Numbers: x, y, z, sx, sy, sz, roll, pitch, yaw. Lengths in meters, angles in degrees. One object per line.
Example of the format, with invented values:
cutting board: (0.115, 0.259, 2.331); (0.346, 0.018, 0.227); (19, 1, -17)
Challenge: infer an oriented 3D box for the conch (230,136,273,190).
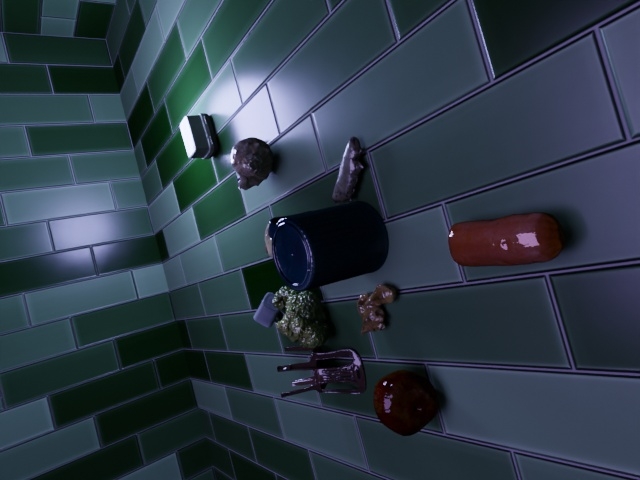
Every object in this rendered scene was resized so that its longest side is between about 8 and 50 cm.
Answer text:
conch: (-0.264, -0.318, 1.797); (0.291, 0.158, 0.210); (-88, -7, -65)

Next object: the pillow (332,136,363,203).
pillow: (0.093, -0.206, 1.421); (0.093, 0.051, 0.241); (52, 137, 38)

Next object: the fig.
fig: (0.240, 0.505, 1.372); (0.191, 0.190, 0.290); (60, 158, 22)

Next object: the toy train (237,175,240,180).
toy train: (-0.368, -0.292, 2.057); (0.083, 0.017, 0.017); (-19, 84, 55)

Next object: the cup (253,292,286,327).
cup: (-0.217, 0.318, 1.985); (0.128, 0.095, 0.130); (29, 131, 1)

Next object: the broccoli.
broccoli: (-0.109, 0.307, 1.751); (0.302, 0.186, 0.254); (-20, 94, 48)

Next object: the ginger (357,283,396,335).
ginger: (0.185, 0.220, 1.432); (0.214, 0.058, 0.133); (-40, 60, 50)

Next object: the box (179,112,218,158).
box: (-0.602, -0.515, 2.209); (0.148, 0.129, 0.210); (-26, 79, 53)

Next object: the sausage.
sausage: (0.415, 0.001, 0.998); (0.259, 0.113, 0.114); (-7, 95, 56)

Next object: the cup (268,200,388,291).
cup: (0.009, -0.008, 1.395); (0.308, 0.292, 0.242); (60, 142, 20)

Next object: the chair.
chair: (0.013, 0.493, 1.708); (0.326, 0.183, 0.176); (-9, 94, 10)

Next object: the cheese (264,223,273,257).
cheese: (-0.118, 0.001, 1.732); (0.262, 0.093, 0.159); (8, 103, 46)

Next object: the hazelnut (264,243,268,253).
hazelnut: (-0.196, 0.027, 1.873); (0.086, 0.086, 0.087); (22, 118, 49)
